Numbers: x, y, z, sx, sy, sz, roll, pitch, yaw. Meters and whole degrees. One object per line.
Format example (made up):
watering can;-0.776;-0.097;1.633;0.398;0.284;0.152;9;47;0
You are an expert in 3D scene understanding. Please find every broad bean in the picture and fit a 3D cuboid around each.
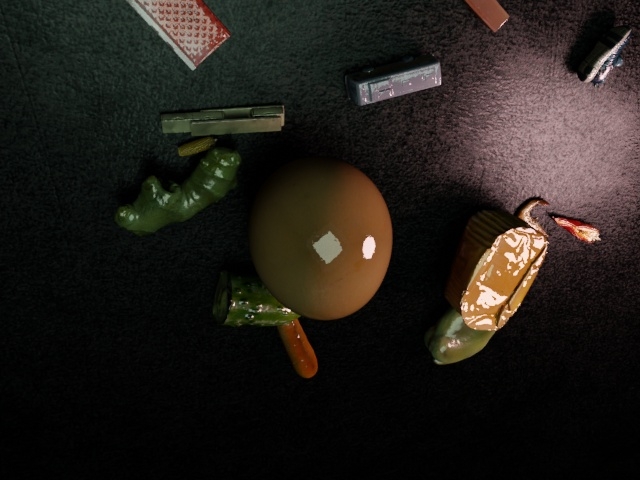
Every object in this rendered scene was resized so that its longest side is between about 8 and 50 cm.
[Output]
broad bean;0.382;0.245;1.773;0.169;0.100;0.228;29;107;-27

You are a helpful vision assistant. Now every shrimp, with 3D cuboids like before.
shrimp;0.553;-0.053;1.670;0.127;0.025;0.091;38;105;-29

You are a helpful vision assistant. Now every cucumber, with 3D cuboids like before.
cucumber;-0.128;0.148;1.559;0.244;0.134;0.134;8;120;-27

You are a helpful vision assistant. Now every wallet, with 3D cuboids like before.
wallet;-0.266;-0.417;1.211;0.103;0.020;0.196;-38;123;12

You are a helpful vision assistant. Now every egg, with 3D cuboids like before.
egg;0.000;0.000;1.386;0.301;0.301;0.374;-12;136;-8

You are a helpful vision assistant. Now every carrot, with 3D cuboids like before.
carrot;-0.059;0.270;1.686;0.067;0.067;0.225;-22;123;-1

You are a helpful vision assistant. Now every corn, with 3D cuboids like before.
corn;-0.251;-0.193;1.355;0.083;0.028;0.027;-19;136;-3

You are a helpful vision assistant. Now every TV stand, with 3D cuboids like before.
TV stand;-0.195;-0.241;1.333;0.249;0.042;0.036;-5;144;-10

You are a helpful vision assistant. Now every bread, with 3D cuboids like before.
bread;0.412;0.069;1.624;0.204;0.156;0.288;10;107;-24

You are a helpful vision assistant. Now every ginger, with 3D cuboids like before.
ginger;-0.290;-0.099;1.365;0.290;0.089;0.137;-22;130;-1

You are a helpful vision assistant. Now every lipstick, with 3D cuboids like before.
lipstick;0.312;-0.482;1.314;0.145;0.045;0.045;34;107;-32

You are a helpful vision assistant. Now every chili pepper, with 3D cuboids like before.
chili pepper;0.659;-0.032;1.711;0.178;0.027;0.045;17;112;-25

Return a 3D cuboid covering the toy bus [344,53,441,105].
toy bus;0.150;-0.327;1.351;0.190;0.075;0.064;-16;126;-6

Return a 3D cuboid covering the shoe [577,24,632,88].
shoe;0.630;-0.401;1.443;0.071;0.064;0.143;20;117;-25
